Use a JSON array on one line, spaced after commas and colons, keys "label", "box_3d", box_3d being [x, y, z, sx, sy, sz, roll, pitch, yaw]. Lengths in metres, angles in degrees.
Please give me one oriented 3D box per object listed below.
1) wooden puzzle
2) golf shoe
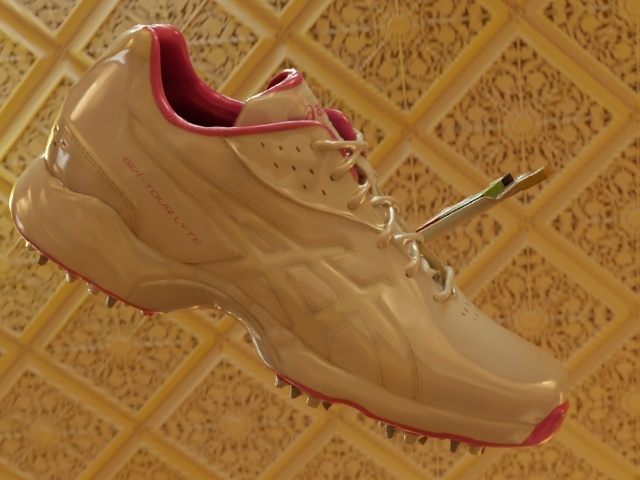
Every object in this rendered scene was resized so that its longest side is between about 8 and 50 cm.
[{"label": "wooden puzzle", "box_3d": [0.086, -0.019, 0.734, 0.116, 0.078, 0.014, -30, -92, 26]}, {"label": "golf shoe", "box_3d": [0.000, 0.000, 0.638, 0.306, 0.115, 0.140, 26, -76, -2]}]
